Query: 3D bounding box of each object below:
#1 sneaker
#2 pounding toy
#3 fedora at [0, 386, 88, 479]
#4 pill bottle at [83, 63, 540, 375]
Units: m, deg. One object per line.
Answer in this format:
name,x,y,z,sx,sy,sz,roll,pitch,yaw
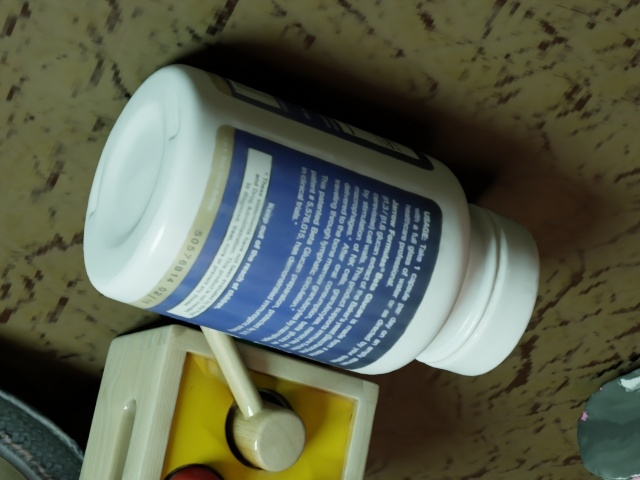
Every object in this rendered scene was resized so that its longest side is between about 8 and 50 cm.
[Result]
sneaker,0.220,0.081,0.817,0.178,0.072,0.077,-16,152,25
pounding toy,-0.044,0.089,0.747,0.130,0.141,0.100,18,164,-26
fedora,-0.253,0.186,0.774,0.334,0.152,0.334,0,128,0
pill bottle,0.000,0.000,0.661,0.169,0.094,0.094,19,135,-26
